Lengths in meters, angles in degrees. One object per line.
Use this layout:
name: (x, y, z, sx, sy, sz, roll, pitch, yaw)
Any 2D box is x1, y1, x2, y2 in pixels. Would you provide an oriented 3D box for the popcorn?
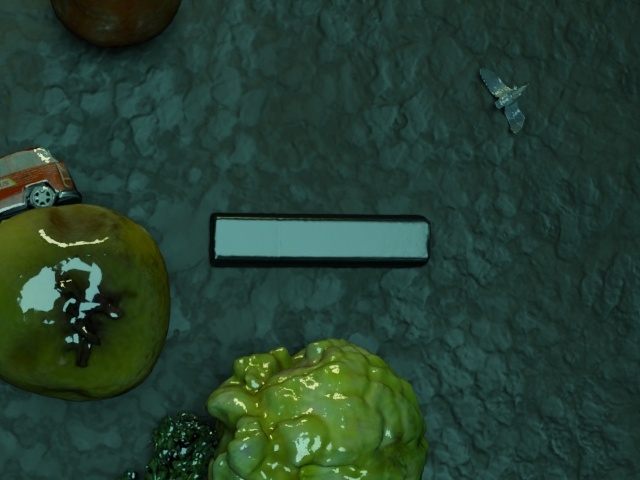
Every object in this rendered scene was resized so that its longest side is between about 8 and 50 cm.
popcorn: (-0.014, 0.208, 1.359, 0.259, 0.212, 0.259, -11, 126, -15)

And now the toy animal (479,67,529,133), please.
toy animal: (0.218, -0.166, 1.530, 0.050, 0.028, 0.084, -27, 90, -3)

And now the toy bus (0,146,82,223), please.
toy bus: (-0.341, -0.042, 1.400, 0.174, 0.079, 0.077, -20, 78, -11)

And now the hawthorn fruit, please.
hawthorn fruit: (-0.227, -0.278, 1.397, 0.149, 0.189, 0.149, -3, 81, 20)

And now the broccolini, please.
broccolini: (-0.252, 0.331, 1.386, 0.392, 0.074, 0.079, -45, 134, -10)

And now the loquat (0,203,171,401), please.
loquat: (-0.251, 0.058, 1.336, 0.213, 0.213, 0.213, 1, 84, -10)

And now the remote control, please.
remote control: (0.000, 0.000, 1.478, 0.245, 0.025, 0.063, 0, 88, -9)
